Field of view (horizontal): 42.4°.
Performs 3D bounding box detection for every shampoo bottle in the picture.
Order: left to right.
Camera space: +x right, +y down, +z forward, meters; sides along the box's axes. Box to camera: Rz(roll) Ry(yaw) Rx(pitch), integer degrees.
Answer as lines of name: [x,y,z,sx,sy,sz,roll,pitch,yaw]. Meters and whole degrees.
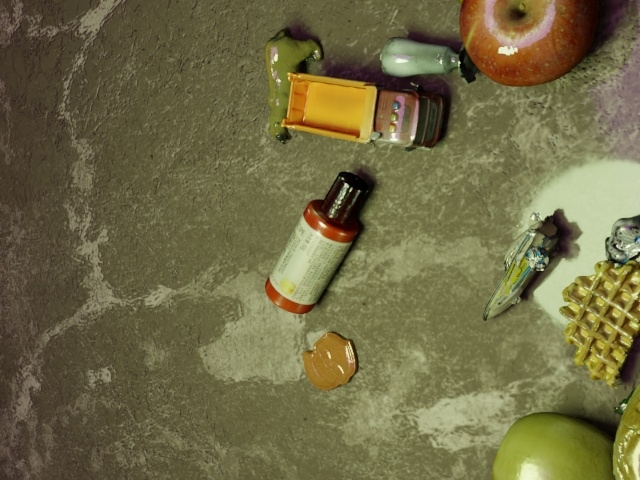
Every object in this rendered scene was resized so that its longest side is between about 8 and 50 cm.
shampoo bottle: [0.000,0.000,1.503,0.104,0.104,0.278,44,119,26]

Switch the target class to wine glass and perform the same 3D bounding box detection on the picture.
wine glass: [0.180,-0.295,1.349,0.155,0.072,0.072,13,103,37]

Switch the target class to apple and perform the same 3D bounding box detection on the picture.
apple: [0.302,-0.322,1.196,0.201,0.162,0.201,4,98,27]
apple: [0.353,0.346,1.216,0.200,0.200,0.200,5,99,38]

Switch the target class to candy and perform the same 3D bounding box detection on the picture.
candy: [0.505,0.022,1.143,0.226,0.051,0.094,14,114,39]

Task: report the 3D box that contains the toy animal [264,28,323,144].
toy animal: [-0.062,-0.286,1.521,0.103,0.101,0.218,4,98,37]

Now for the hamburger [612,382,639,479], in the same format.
hamburger: [0.516,0.314,1.083,0.309,0.132,0.211,27,89,30]

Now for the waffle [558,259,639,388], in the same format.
waffle: [0.428,0.122,1.198,0.161,0.046,0.192,-7,100,44]

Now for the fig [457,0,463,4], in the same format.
fig: [0.252,-0.395,1.281,0.098,0.082,0.084,44,86,8]

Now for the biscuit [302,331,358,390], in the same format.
biscuit: [0.019,0.231,1.570,0.130,0.019,0.102,-39,73,34]

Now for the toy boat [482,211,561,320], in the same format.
toy boat: [0.306,0.052,1.290,0.066,0.084,0.210,37,124,16]

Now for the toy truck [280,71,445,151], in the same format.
toy truck: [0.069,-0.222,1.402,0.270,0.135,0.114,16,104,36]
